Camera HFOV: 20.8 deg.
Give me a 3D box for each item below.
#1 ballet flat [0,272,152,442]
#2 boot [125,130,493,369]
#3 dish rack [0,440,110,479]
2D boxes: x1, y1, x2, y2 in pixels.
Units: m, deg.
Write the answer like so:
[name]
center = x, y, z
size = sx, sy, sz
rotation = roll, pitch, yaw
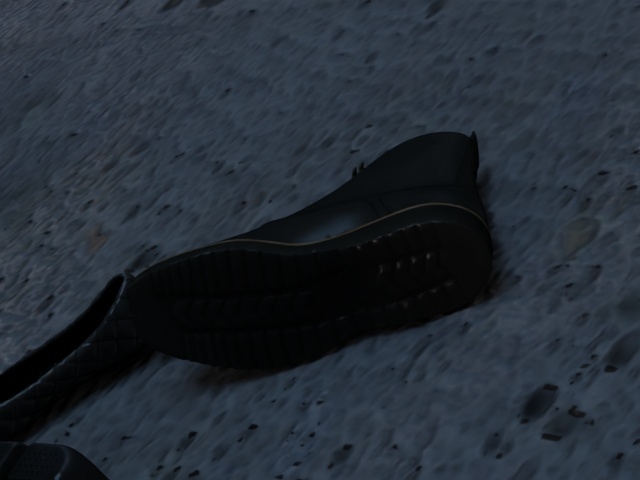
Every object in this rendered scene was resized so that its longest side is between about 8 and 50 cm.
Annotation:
[ballet flat]
center = -0.171, 0.076, 1.014
size = 0.173, 0.049, 0.057
rotation = -32, 28, -5
[boot]
center = 0.000, 0.000, 0.973
size = 0.197, 0.077, 0.137
rotation = -8, 28, 11
[dish rack]
center = -0.229, 0.203, 0.843
size = 0.208, 0.074, 0.271
rotation = -5, 39, 40
